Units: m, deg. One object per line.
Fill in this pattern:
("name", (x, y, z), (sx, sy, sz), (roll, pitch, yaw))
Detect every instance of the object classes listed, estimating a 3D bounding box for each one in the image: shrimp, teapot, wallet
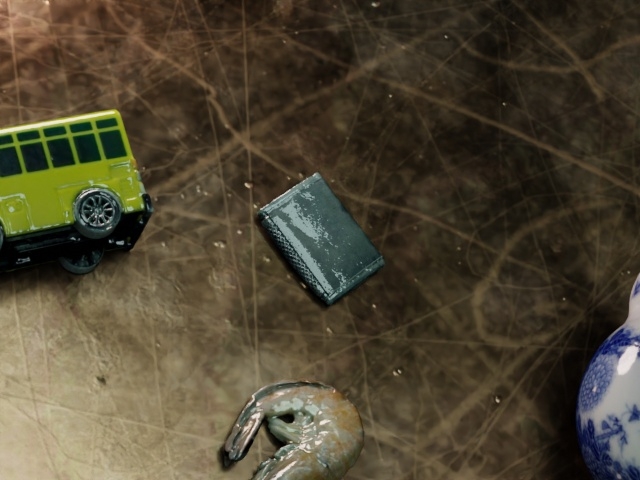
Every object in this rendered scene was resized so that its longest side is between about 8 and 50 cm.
("shrimp", (-0.051, 0.222, 1.788), (0.223, 0.047, 0.126), (-36, 77, -30))
("teapot", (0.403, 0.181, 1.811), (0.252, 0.280, 0.423), (-9, 74, -18))
("wallet", (0.000, 0.000, 1.897), (0.088, 0.026, 0.129), (-35, 84, -21))

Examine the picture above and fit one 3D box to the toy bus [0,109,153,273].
("toy bus", (-0.317, -0.039, 1.761), (0.262, 0.128, 0.150), (-11, 73, -22))
